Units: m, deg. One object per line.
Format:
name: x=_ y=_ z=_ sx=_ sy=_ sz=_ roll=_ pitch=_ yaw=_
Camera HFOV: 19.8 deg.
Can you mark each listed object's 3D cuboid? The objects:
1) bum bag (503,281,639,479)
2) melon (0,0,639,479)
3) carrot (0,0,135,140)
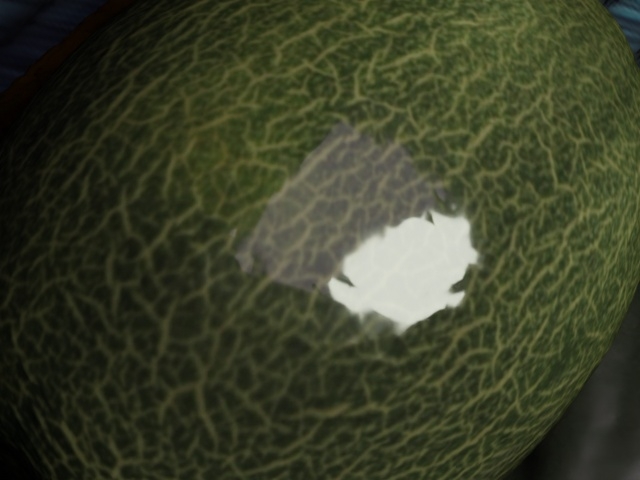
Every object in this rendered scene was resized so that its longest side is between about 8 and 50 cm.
bum bag: x=0.125 y=0.087 z=0.828 sx=0.142 sy=0.079 sz=0.326 roll=12 pitch=65 yaw=4
melon: x=0.000 y=0.000 z=0.729 sx=0.302 sy=0.237 sz=0.237 roll=-40 pitch=85 yaw=-19
carrot: x=-0.133 y=-0.037 z=0.808 sx=0.066 sy=0.066 sz=0.314 roll=42 pitch=59 yaw=1
